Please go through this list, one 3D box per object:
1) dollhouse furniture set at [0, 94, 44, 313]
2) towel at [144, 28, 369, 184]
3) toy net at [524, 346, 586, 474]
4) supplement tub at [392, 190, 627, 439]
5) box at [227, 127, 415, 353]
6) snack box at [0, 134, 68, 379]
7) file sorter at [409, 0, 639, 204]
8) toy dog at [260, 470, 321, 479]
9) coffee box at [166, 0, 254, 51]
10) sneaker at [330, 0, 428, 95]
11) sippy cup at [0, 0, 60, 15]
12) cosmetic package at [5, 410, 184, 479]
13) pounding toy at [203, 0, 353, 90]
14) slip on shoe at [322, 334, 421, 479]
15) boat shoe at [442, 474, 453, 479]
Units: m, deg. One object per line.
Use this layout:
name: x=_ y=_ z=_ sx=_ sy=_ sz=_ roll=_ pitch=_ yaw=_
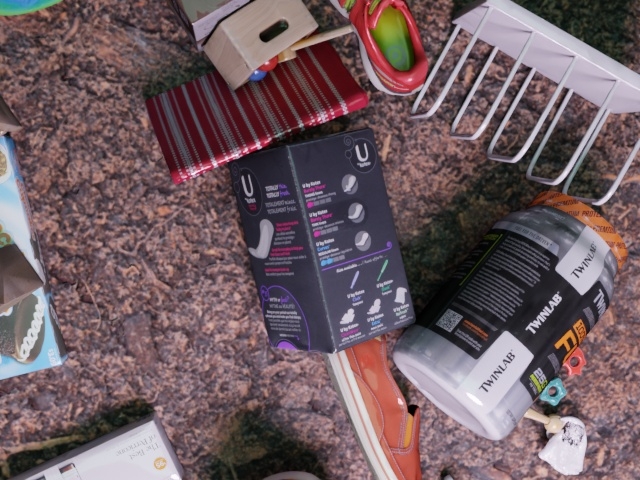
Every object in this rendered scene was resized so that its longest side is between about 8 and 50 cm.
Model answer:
dollhouse furniture set: x=-0.535 y=-0.049 z=1.127 sx=0.362 sy=0.256 sz=0.394 roll=-34 pitch=95 yaw=-1
towel: x=-0.088 y=-0.182 z=1.272 sx=0.275 sy=0.199 sz=0.031 roll=-23 pitch=133 yaw=-4
toy net: x=0.344 y=0.231 z=1.407 sx=0.122 sy=0.045 sz=0.232 roll=-24 pitch=98 yaw=-6
supplement tub: x=0.263 y=0.096 z=1.296 sx=0.193 sy=0.193 sz=0.316 roll=42 pitch=79 yaw=-7
box: x=0.000 y=0.000 z=1.273 sx=0.143 sy=0.165 sz=0.270 roll=-17 pitch=97 yaw=-33
snack box: x=-0.477 y=0.033 z=1.296 sx=0.187 sy=0.060 sz=0.321 roll=-14 pitch=95 yaw=-5
file sorter: x=0.288 y=-0.184 z=1.298 sx=0.278 sy=0.193 sz=0.173 roll=27 pitch=93 yaw=-7
toy dog: x=-0.108 y=0.497 z=1.291 sx=0.408 sy=0.284 sz=0.395 roll=-44 pitch=61 yaw=0
coffee box: x=-0.155 y=-0.338 z=1.211 sx=0.098 sy=0.246 sz=0.141 roll=-33 pitch=97 yaw=-3
sneaker: x=0.077 y=-0.332 z=1.300 sx=0.107 sy=0.118 sz=0.279 roll=-30 pitch=96 yaw=-4
sippy cup: x=-0.390 y=-0.444 z=1.202 sx=0.240 sy=0.305 sz=0.224 roll=-38 pitch=86 yaw=36
cosmetic package: x=-0.321 y=0.338 z=1.335 sx=0.239 sy=0.060 sz=0.098 roll=-25 pitch=97 yaw=-4
pounding toy: x=-0.057 y=-0.262 z=1.235 sx=0.141 sy=0.130 sz=0.100 roll=-37 pitch=97 yaw=-18
slip on shoe: x=0.103 y=0.274 z=1.350 sx=0.101 sy=0.123 sz=0.331 roll=-22 pitch=91 yaw=-8
boat shoe: x=0.206 y=0.414 z=1.402 sx=0.040 sy=0.049 sz=0.142 roll=-25 pitch=98 yaw=-3
